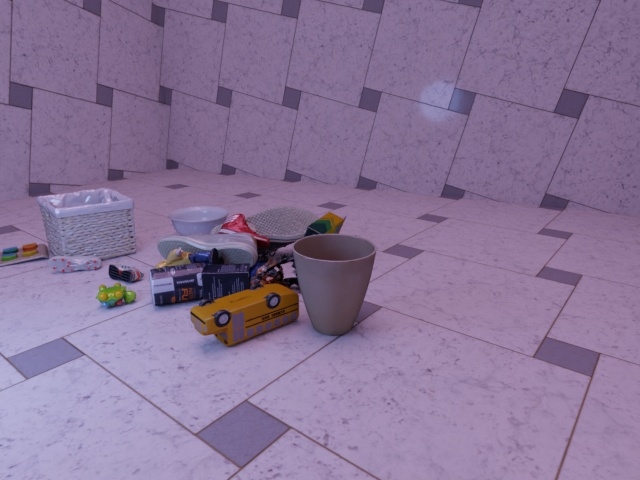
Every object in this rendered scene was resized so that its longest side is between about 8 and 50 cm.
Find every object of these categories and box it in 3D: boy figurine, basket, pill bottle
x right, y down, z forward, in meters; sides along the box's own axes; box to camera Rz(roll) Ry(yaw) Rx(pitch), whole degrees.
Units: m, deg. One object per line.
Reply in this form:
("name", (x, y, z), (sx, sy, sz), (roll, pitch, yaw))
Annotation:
("boy figurine", (-0.525, 0.094, 1.734), (0.284, 0.177, 0.092), (-9, 45, 10))
("basket", (-1.049, -0.073, 2.037), (0.331, 0.267, 0.328), (-17, 25, -40))
("pill bottle", (-0.477, 0.149, 1.603), (0.245, 0.131, 0.130), (-8, 20, -23))

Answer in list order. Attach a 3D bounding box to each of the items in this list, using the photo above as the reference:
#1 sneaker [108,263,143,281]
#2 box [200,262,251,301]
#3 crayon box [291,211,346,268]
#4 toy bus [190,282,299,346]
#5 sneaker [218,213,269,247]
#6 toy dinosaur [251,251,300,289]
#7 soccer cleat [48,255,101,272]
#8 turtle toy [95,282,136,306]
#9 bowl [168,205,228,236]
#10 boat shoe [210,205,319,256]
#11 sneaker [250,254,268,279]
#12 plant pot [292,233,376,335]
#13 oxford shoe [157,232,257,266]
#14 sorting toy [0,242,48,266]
("sneaker", (-0.775, 0.130, 1.790), (0.161, 0.057, 0.075), (10, 4, 30))
("box", (-0.314, 0.165, 1.519), (0.158, 0.156, 0.093), (-1, 18, -6))
("crayon box", (0.000, 0.000, 1.952), (0.081, 0.202, 0.318), (28, 24, 12))
("toy bus", (-0.226, 0.224, 1.385), (0.332, 0.130, 0.108), (-15, 25, -40))
("sneaker", (-0.310, -0.052, 1.895), (0.221, 0.087, 0.128), (14, 61, 2))
("toy dinosaur", (-0.172, 0.127, 1.678), (0.218, 0.164, 0.322), (-17, 42, -3))
("soccer cleat", (-1.016, 0.094, 1.862), (0.196, 0.068, 0.076), (2, 12, -20))
("turtle toy", (-0.711, 0.193, 1.560), (0.130, 0.066, 0.095), (-7, 22, -24))
("bowl", (-0.611, -0.076, 2.274), (0.297, 0.134, 0.298), (0, 19, 0))
("boat shoe", (-0.246, -0.027, 2.024), (0.499, 0.156, 0.187), (-14, 61, -12))
("sneaker", (-0.266, 0.104, 1.819), (0.058, 0.085, 0.152), (14, 23, 35))
("plant pot", (0.039, 0.146, 1.404), (0.256, 0.274, 0.256), (1, 19, 0))
("oxford shoe", (-0.453, 0.036, 1.835), (0.448, 0.169, 0.130), (1, 37, 16))
("sorting toy", (-1.334, 0.056, 1.995), (0.208, 0.038, 0.193), (-10, 21, -30))
